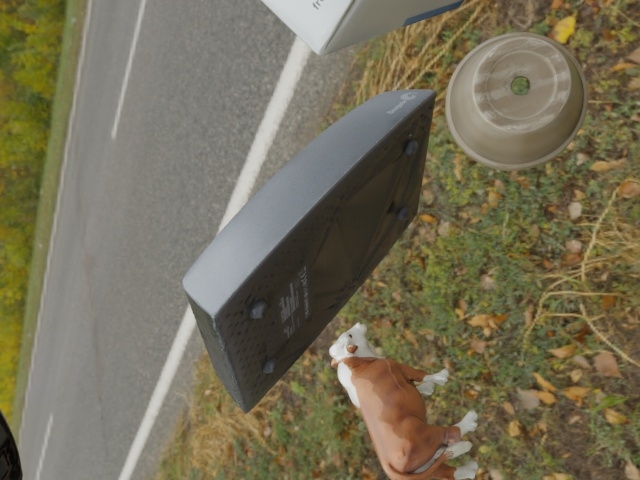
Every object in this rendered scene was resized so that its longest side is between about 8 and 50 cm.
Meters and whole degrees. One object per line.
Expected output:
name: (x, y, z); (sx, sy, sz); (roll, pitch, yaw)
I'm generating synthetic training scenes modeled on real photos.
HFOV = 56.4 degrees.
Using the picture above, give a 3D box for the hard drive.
hard drive: (0.000, 0.000, 0.475); (0.054, 0.254, 0.172); (30, 149, 23)

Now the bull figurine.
bull figurine: (0.128, 0.258, 0.959); (0.310, 0.189, 0.101); (-110, 28, -54)

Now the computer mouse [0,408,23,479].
computer mouse: (-0.257, 0.103, 0.357); (0.188, 0.072, 0.272); (-86, -7, -68)

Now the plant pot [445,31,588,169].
plant pot: (0.433, -0.316, 1.311); (0.280, 0.323, 0.323); (-20, -62, -75)

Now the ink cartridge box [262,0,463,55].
ink cartridge box: (-0.024, -0.279, 0.361); (0.307, 0.223, 0.129); (45, 132, 5)
